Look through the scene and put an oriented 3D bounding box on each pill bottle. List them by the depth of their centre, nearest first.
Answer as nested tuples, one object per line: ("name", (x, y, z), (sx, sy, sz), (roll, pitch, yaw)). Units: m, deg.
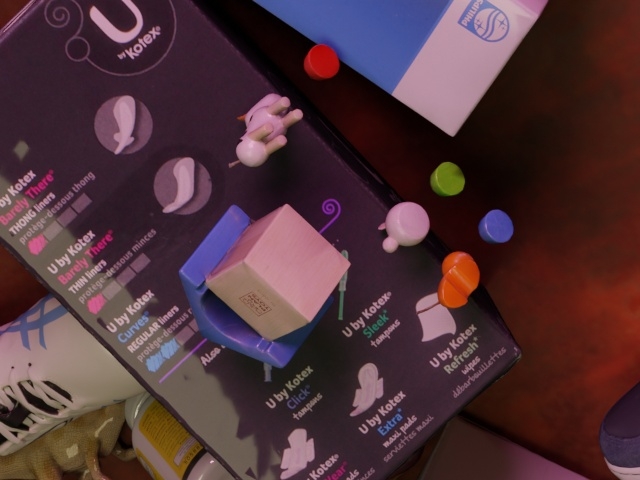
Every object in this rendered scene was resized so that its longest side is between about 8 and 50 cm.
("pill bottle", (-0.068, 0.117, 1.000), (0.116, 0.065, 0.065), (38, 142, 54))

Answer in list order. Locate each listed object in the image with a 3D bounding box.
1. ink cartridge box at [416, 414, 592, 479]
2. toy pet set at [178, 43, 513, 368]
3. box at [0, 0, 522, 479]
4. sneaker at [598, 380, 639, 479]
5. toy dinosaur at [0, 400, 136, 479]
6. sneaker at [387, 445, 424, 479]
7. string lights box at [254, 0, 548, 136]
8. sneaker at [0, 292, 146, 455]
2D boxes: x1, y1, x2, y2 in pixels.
("ink cartridge box", (0.047, 0.285, 0.984), (0.131, 0.226, 0.306), (25, 124, 5))
("toy pet set", (0.000, 0.000, 0.764), (0.122, 0.114, 0.065), (43, 148, -11))
("box", (-0.049, -0.010, 0.862), (0.143, 0.165, 0.270), (-43, 99, 5))
("sneaker", (0.187, 0.010, 0.840), (0.163, 0.086, 0.226), (42, 116, -18))
("toy dinosaur", (-0.163, 0.137, 1.101), (0.183, 0.053, 0.092), (-27, 91, 25))
("sneaker", (0.006, 0.167, 1.015), (0.185, 0.070, 0.084), (-38, 74, 42))
("string lights box", (-0.012, -0.170, 0.795), (0.260, 0.133, 0.076), (34, 126, 0))
("sneaker", (-0.167, 0.084, 1.004), (0.085, 0.086, 0.237), (40, 147, -25))
